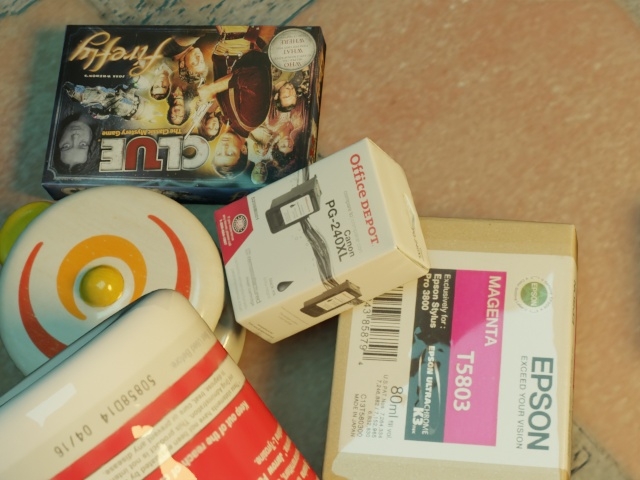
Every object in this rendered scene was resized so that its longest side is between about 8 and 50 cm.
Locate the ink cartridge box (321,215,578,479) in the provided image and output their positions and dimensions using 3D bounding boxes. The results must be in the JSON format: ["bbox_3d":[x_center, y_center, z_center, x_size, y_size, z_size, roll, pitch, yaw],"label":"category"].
[{"bbox_3d":[0.110,0.102,1.184,0.193,0.088,0.235,1,69,11],"label":"ink cartridge box"}]

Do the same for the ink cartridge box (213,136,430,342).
[{"bbox_3d":[0.000,0.000,1.167,0.150,0.063,0.109,-26,58,19],"label":"ink cartridge box"}]

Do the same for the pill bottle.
[{"bbox_3d":[-0.077,0.255,1.026,0.229,0.229,0.408,-36,94,-5],"label":"pill bottle"}]

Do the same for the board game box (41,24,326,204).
[{"bbox_3d":[-0.123,-0.116,1.326,0.243,0.042,0.165,1,70,9],"label":"board game box"}]

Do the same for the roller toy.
[{"bbox_3d":[-0.166,0.055,1.213,0.191,0.146,0.209,-14,68,3],"label":"roller toy"}]
